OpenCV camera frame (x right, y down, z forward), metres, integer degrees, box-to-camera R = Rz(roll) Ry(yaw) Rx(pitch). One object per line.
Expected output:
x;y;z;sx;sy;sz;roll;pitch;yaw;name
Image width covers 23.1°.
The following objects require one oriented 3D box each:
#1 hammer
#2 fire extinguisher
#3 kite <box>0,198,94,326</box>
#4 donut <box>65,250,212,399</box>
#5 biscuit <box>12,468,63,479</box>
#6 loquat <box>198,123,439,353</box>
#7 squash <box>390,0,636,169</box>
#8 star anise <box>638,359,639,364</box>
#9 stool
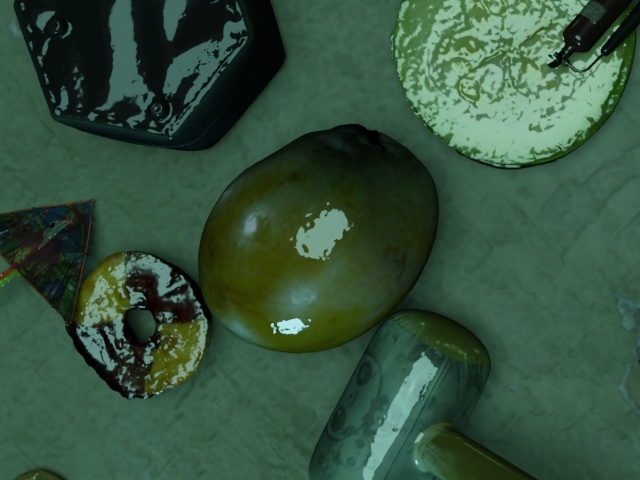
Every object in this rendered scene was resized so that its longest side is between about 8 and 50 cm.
0.129;0.197;1.333;0.305;0.113;0.202;33;100;44;hammer
0.262;-0.206;1.371;0.173;0.035;0.049;-49;119;-1;fire extinguisher
-0.277;0.013;1.497;0.159;0.010;0.190;-45;55;-11;kite
-0.166;0.079;1.477;0.140;0.059;0.140;0;89;13;donut
-0.274;0.294;1.521;0.071;0.018;0.147;0;89;13;biscuit
0.000;0.000;1.385;0.227;0.179;0.179;-34;83;20;loquat
0.174;-0.176;1.414;0.219;0.041;0.219;0;90;11;squash
0.323;0.158;1.311;0.081;0.230;0.262;-16;109;-12;star anise
-0.154;-0.192;1.432;0.232;0.141;0.232;0;91;12;stool
